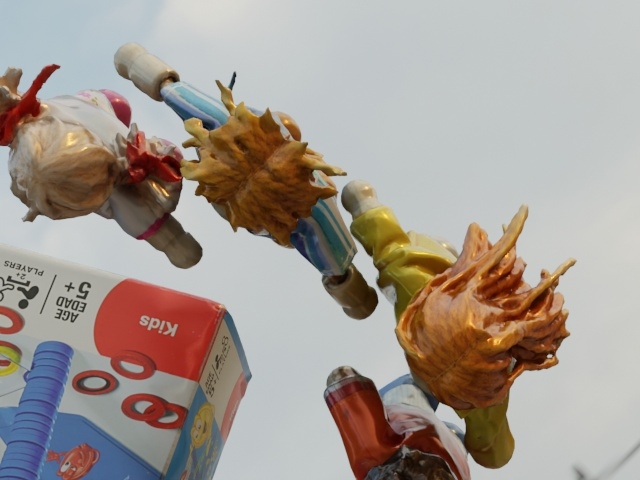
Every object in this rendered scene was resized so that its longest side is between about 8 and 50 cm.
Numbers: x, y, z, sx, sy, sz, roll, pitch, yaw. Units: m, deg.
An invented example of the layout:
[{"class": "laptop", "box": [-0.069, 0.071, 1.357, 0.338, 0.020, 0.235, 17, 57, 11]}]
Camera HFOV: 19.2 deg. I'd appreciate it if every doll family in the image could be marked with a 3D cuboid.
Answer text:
[{"class": "doll family", "box": [0.000, 0.000, 0.672, 0.118, 0.263, 0.163, -47, 1, 6]}]

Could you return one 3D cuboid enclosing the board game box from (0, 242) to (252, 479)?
[{"class": "board game box", "box": [-0.225, 0.138, 0.834, 0.086, 0.308, 0.302, 81, -155, -64]}]
